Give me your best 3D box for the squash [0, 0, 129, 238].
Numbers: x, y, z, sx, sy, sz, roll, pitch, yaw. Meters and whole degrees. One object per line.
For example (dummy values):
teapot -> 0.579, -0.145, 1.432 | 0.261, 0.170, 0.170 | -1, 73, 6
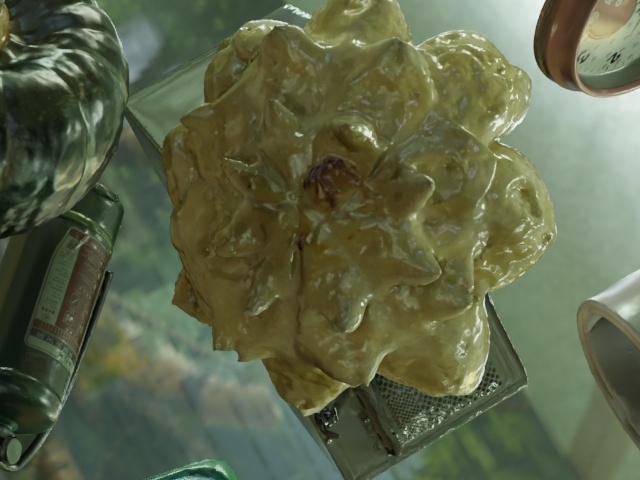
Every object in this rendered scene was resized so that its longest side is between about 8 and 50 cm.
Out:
squash -> -0.266, -0.120, 1.460 | 0.252, 0.252, 0.165 | 60, -40, 14

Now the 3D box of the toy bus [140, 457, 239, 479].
toy bus -> -0.190, 0.295, 1.462 | 0.199, 0.343, 0.184 | 110, -41, -65

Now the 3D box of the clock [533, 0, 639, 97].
clock -> 0.271, -0.216, 1.575 | 0.056, 0.244, 0.244 | 48, -16, 27

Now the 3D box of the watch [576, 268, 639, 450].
watch -> 0.341, 0.104, 1.645 | 0.231, 0.196, 0.244 | 57, -12, 21

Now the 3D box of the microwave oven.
microwave oven -> 0.000, 0.000, 2.152 | 0.432, 0.236, 0.374 | 61, -5, -20

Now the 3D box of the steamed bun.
steamed bun -> 0.011, -0.014, 1.302 | 0.292, 0.295, 0.137 | 64, 19, -2

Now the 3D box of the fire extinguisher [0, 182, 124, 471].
fire extinguisher -> -0.244, 0.085, 1.653 | 0.118, 0.093, 0.294 | 55, 41, -48
